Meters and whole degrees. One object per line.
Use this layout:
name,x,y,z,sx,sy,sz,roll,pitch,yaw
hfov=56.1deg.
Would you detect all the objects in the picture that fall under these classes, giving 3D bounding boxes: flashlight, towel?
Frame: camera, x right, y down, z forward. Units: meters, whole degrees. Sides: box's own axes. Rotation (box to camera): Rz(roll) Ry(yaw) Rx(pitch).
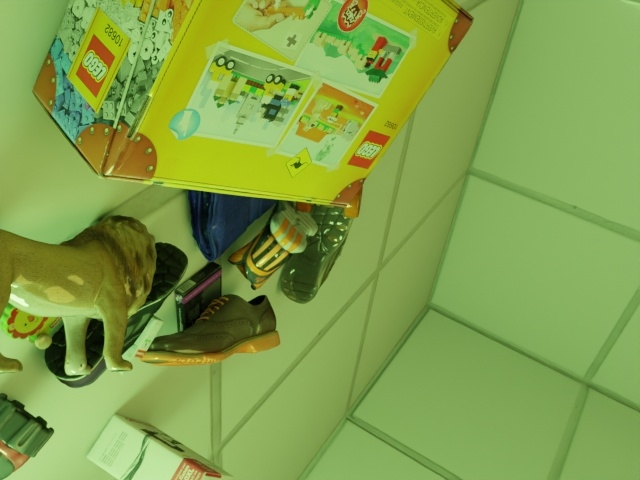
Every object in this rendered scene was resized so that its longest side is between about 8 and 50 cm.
flashlight,-0.519,0.368,0.842,0.304,0.103,0.103,-53,130,-23
towel,-0.144,-0.126,1.199,0.308,0.076,0.227,-47,160,-38

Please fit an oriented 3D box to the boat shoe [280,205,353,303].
boat shoe,0.000,0.000,1.621,0.355,0.132,0.130,-62,170,20

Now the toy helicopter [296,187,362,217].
toy helicopter,0.042,-0.232,1.374,0.355,0.140,0.234,-76,171,-47

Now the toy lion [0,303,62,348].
toy lion,-0.415,0.107,0.884,0.100,0.034,0.096,-52,148,-29

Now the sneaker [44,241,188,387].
sneaker,-0.338,0.123,1.018,0.283,0.107,0.124,-49,169,-26

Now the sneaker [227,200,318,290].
sneaker,-0.116,0.000,1.357,0.180,0.124,0.321,-40,-176,15

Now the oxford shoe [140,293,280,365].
oxford shoe,-0.227,0.183,1.252,0.364,0.130,0.132,-1,83,-59

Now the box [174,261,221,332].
box,-0.258,0.137,1.279,0.116,0.029,0.162,-41,148,-44

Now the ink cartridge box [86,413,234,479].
ink cartridge box,-0.319,0.458,1.215,0.100,0.237,0.172,-61,159,-17

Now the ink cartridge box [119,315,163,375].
ink cartridge box,-0.341,0.180,1.086,0.115,0.063,0.029,-61,157,-7

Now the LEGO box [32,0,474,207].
LEGO box,-0.057,-0.259,0.829,0.500,0.193,0.372,2,128,-55

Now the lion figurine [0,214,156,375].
lion figurine,-0.362,0.054,0.782,0.392,0.142,0.240,22,60,-62
